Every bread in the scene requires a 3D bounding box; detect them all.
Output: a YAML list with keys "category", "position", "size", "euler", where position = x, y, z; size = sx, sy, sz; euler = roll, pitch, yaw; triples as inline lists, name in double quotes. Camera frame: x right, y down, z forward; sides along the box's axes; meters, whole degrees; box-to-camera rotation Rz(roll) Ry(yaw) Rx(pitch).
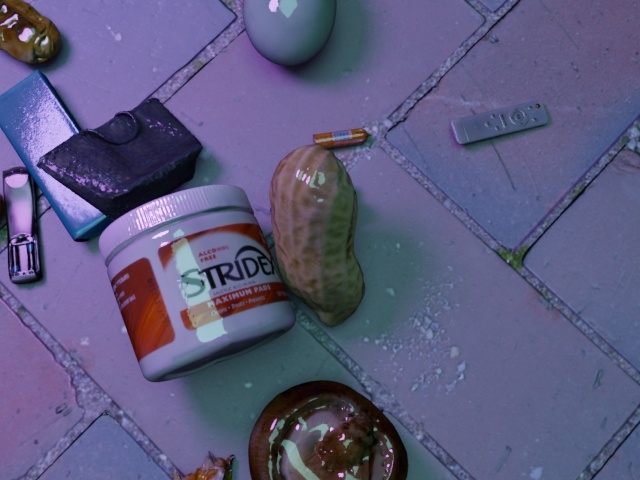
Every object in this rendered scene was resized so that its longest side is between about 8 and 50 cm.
- category: "bread"
  position: [-0.594, -0.417, 1.309]
  size: [0.269, 0.098, 0.087]
  euler: [36, 121, 6]

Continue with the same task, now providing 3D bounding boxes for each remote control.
- category: "remote control"
  position: [-0.526, -0.029, 1.255]
  size: [0.059, 0.028, 0.212]
  euler: [-10, 78, -2]
- category: "remote control"
  position: [0.329, -0.216, 1.315]
  size: [0.184, 0.027, 0.050]
  euler: [-14, 80, -9]

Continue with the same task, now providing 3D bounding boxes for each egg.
- category: "egg"
  position: [-0.055, -0.424, 1.278]
  size: [0.167, 0.168, 0.231]
  euler: [4, 74, 0]

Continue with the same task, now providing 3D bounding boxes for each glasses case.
- category: "glasses case"
  position: [-0.459, -0.147, 1.266]
  size: [0.117, 0.070, 0.301]
  euler: [-34, 82, -3]

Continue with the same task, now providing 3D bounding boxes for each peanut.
- category: "peanut"
  position: [0.000, 0.000, 1.152]
  size: [0.140, 0.325, 0.153]
  euler: [5, 37, 26]

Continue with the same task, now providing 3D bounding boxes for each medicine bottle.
- category: "medicine bottle"
  position: [-0.193, 0.071, 1.127]
  size: [0.252, 0.252, 0.241]
  euler: [-23, 79, -6]

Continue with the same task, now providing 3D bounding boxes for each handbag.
- category: "handbag"
  position: [-0.327, -0.144, 1.221]
  size: [0.175, 0.089, 0.270]
  euler: [41, 49, 11]

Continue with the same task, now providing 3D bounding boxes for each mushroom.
- category: "mushroom"
  position: [0.011, 0.346, 1.122]
  size: [0.253, 0.153, 0.253]
  euler: [1, 76, -3]

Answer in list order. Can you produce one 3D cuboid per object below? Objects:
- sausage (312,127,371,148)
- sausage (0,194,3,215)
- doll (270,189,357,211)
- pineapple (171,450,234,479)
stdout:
- category: "sausage"
  position: [0.041, -0.185, 1.299]
  size: [0.107, 0.031, 0.031]
  euler: [-7, 78, -3]
- category: "sausage"
  position: [-0.620, -0.025, 1.225]
  size: [0.089, 0.089, 0.179]
  euler: [34, 76, 6]
- category: "doll"
  position: [-0.015, -0.067, 1.247]
  size: [0.151, 0.086, 0.114]
  euler: [-14, 44, -14]
- category: "pineapple"
  position: [-0.226, 0.496, 1.083]
  size: [0.161, 0.158, 0.335]
  euler: [6, 79, 0]
